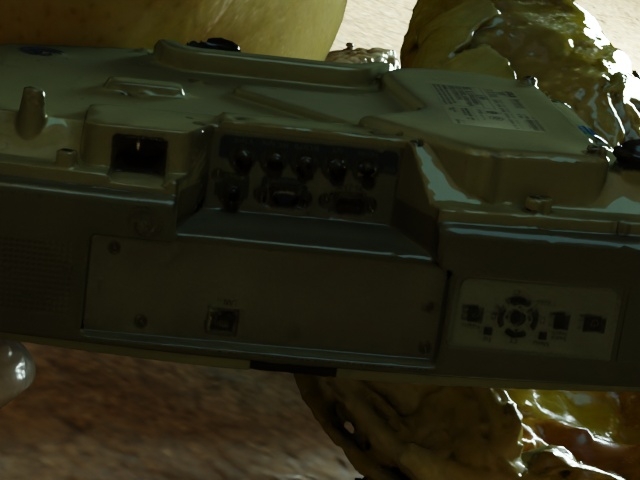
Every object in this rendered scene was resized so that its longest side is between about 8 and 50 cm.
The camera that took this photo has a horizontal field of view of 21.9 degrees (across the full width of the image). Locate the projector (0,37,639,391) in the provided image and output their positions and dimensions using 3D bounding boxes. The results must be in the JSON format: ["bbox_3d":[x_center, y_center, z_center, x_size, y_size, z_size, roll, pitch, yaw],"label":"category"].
[{"bbox_3d":[-0.012,-0.020,0.611,0.269,0.088,0.193,5,16,-7],"label":"projector"}]

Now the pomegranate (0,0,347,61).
[{"bbox_3d":[-0.135,-0.172,0.787,0.332,0.333,0.332,19,21,-7],"label":"pomegranate"}]

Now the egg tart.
[{"bbox_3d":[0.093,0.091,0.678,0.241,0.106,0.241,20,18,-7],"label":"egg tart"}]

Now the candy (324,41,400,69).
[{"bbox_3d":[0.002,-0.081,1.040,0.095,0.085,0.110,-15,2,28],"label":"candy"}]

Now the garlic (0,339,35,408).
[{"bbox_3d":[-0.149,0.042,0.608,0.113,0.074,0.094,17,25,34],"label":"garlic"}]

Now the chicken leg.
[{"bbox_3d":[0.101,-0.123,0.993,0.201,0.153,0.429,10,51,-24],"label":"chicken leg"}]
